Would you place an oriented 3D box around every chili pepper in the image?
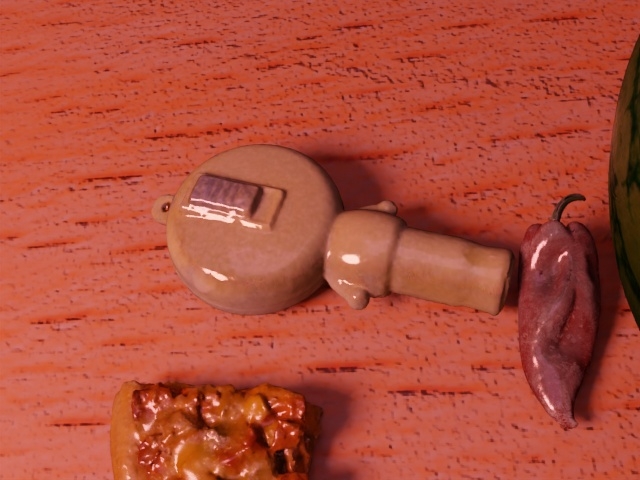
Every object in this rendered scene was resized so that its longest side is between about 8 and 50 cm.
[{"bbox_3d":[0.152,0.042,0.513,0.050,0.041,0.153,-4,74,29],"label":"chili pepper"}]

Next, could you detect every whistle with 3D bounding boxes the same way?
[{"bbox_3d":[0.000,0.000,0.547,0.258,0.067,0.126,13,64,13],"label":"whistle"}]

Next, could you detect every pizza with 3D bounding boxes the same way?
[{"bbox_3d":[-0.060,0.133,0.487,0.175,0.046,0.134,38,72,26],"label":"pizza"}]

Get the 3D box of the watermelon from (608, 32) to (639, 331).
[{"bbox_3d":[0.306,-0.038,0.369,0.364,0.363,0.363,-4,59,6],"label":"watermelon"}]
